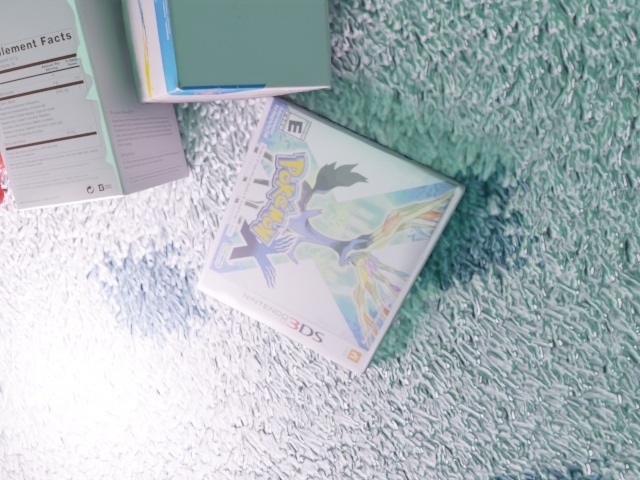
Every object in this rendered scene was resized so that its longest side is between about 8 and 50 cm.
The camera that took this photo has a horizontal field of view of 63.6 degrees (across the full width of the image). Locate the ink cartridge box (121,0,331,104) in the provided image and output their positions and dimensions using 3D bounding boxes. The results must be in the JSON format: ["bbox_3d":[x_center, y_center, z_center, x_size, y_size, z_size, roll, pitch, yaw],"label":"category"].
[{"bbox_3d":[-0.119,-0.251,0.596,0.171,0.232,0.168,-11,105,-28],"label":"ink cartridge box"}]

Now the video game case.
[{"bbox_3d":[0.000,0.000,0.763,0.300,0.036,0.329,27,109,6],"label":"video game case"}]

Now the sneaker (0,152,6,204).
[{"bbox_3d":[-0.522,-0.172,0.832,0.118,0.107,0.279,25,114,-13],"label":"sneaker"}]

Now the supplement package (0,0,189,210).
[{"bbox_3d":[-0.328,-0.208,0.714,0.175,0.177,0.293,-6,103,16],"label":"supplement package"}]
